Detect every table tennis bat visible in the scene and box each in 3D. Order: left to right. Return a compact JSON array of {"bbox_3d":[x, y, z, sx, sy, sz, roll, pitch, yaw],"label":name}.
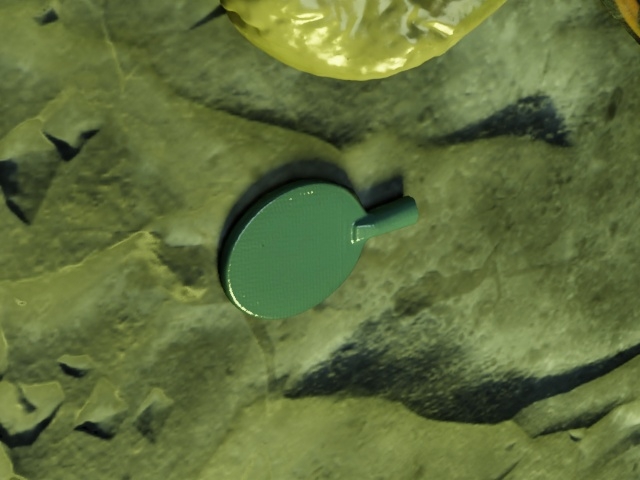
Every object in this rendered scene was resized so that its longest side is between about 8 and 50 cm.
[{"bbox_3d":[0.000,0.000,1.253,0.155,0.019,0.100,-20,126,-28],"label":"table tennis bat"}]

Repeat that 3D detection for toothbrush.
[{"bbox_3d":[0.267,-0.124,1.392,0.321,0.031,0.023,43,57,-46],"label":"toothbrush"}]

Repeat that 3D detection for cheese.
[{"bbox_3d":[0.030,-0.210,1.090,0.226,0.117,0.214,-38,127,-10],"label":"cheese"}]
